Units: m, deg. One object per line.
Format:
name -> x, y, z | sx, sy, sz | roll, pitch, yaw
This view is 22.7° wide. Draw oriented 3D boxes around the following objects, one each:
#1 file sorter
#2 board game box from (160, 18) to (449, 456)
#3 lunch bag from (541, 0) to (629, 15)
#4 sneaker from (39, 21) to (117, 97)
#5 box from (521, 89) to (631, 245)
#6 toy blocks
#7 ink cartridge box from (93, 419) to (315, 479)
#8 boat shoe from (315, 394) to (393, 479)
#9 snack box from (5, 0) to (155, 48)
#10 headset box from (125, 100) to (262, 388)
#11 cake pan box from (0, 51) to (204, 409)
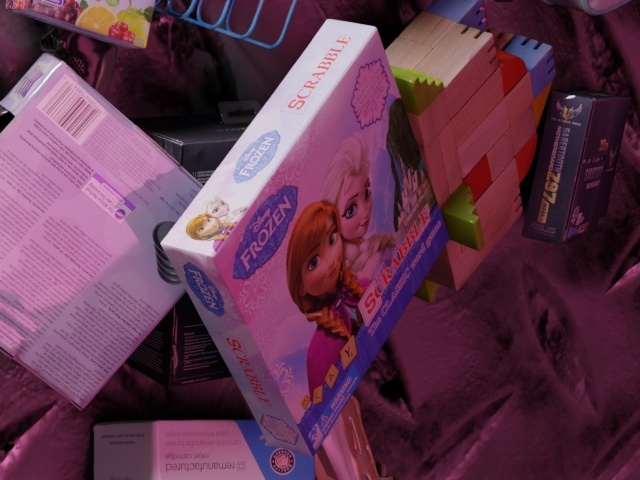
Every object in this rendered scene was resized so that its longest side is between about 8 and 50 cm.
file sorter -> -0.116, -0.272, 1.631 | 0.170, 0.118, 0.104 | 14, 98, -40
board game box -> 0.000, 0.000, 1.619 | 0.319, 0.066, 0.318 | -57, 143, -29
lunch bag -> 0.345, -0.425, 1.951 | 0.224, 0.108, 0.279 | -33, 124, -34
sneaker -> -0.262, -0.227, 1.552 | 0.130, 0.087, 0.228 | -1, 101, -36
box -> 0.325, -0.096, 2.006 | 0.232, 0.059, 0.183 | -12, 114, -68
toy blocks -> 0.171, -0.137, 1.847 | 0.261, 0.190, 0.381 | -48, 143, -26
ink cartridge box -> -0.124, 0.351, 1.751 | 0.223, 0.129, 0.307 | 5, 80, -40
boat shoe -> 0.041, 0.308, 1.940 | 0.103, 0.113, 0.302 | -36, 125, -23
snack box -> -0.219, -0.246, 1.502 | 0.141, 0.037, 0.100 | 13, 85, -43
headset box -> -0.087, -0.008, 1.726 | 0.246, 0.131, 0.283 | -8, 109, -36
cake pan box -> -0.246, -0.008, 1.516 | 0.267, 0.070, 0.246 | 42, 84, -29
